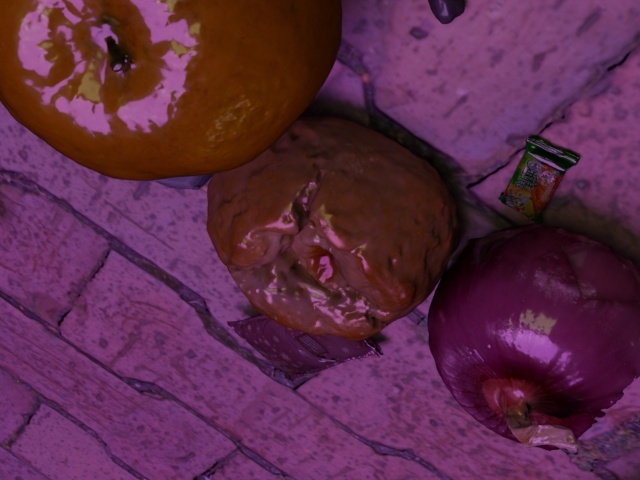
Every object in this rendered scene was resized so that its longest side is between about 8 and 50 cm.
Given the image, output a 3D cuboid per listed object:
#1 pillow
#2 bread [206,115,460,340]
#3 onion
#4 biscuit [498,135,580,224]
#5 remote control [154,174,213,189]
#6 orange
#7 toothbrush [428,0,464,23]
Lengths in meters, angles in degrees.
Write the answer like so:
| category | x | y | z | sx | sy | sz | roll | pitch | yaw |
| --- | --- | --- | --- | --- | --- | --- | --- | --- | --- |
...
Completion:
| category | x | y | z | sx | sy | sz | roll | pitch | yaw |
| --- | --- | --- | --- | --- | --- | --- | --- | --- | --- |
| pillow | -0.018 | 0.106 | 1.273 | 0.118 | 0.043 | 0.185 | 42 | 147 | -23 |
| bread | 0.000 | 0.000 | 1.048 | 0.244 | 0.134 | 0.244 | 13 | 139 | 12 |
| onion | 0.182 | 0.076 | 0.989 | 0.200 | 0.201 | 0.207 | 28 | 173 | 7 |
| biscuit | 0.181 | -0.049 | 0.965 | 0.046 | 0.016 | 0.089 | 27 | 144 | 7 |
| remote control | -0.111 | -0.127 | 1.067 | 0.104 | 0.052 | 0.247 | 37 | 141 | -7 |
| orange | -0.121 | -0.182 | 0.849 | 0.279 | 0.235 | 0.279 | 4 | 119 | 8 |
| toothbrush | 0.053 | -0.275 | 0.792 | 0.030 | 0.030 | 0.297 | 34 | 156 | 46 |
